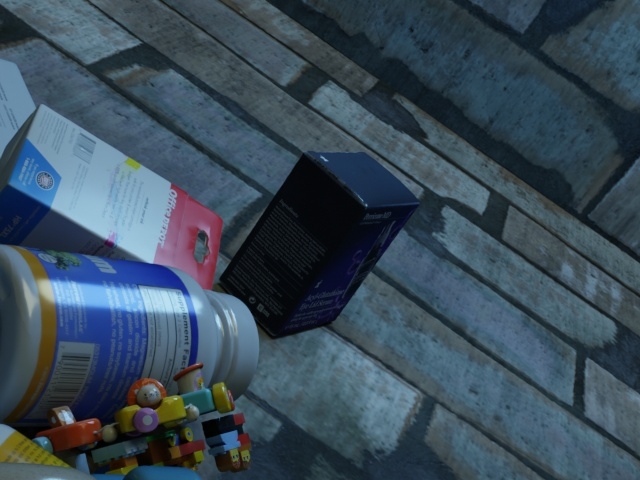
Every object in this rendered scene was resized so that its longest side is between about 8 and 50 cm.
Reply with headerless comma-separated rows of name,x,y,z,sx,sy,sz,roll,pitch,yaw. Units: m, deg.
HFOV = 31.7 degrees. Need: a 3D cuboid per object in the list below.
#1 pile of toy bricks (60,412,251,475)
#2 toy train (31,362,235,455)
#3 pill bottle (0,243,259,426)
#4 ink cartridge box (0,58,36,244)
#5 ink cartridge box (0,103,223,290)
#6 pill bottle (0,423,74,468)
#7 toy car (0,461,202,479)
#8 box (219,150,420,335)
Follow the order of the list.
pile of toy bricks,-0.129,0.213,0.936,0.212,0.118,0.105,3,70,-67
toy train,-0.151,0.137,0.920,0.166,0.125,0.046,-6,79,-49
pill bottle,-0.190,0.090,1.005,0.272,0.152,0.152,9,33,-47
ink cartridge box,-0.438,-0.121,1.191,0.330,0.071,0.324,13,33,-41
ink cartridge box,-0.218,-0.020,1.146,0.231,0.078,0.134,33,36,-23
pill bottle,-0.217,0.202,0.788,0.208,0.117,0.117,34,22,-2
toy car,-0.191,0.242,0.609,0.219,0.210,0.237,7,74,-23
box,0.000,0.000,1.382,0.108,0.207,0.153,43,24,20
